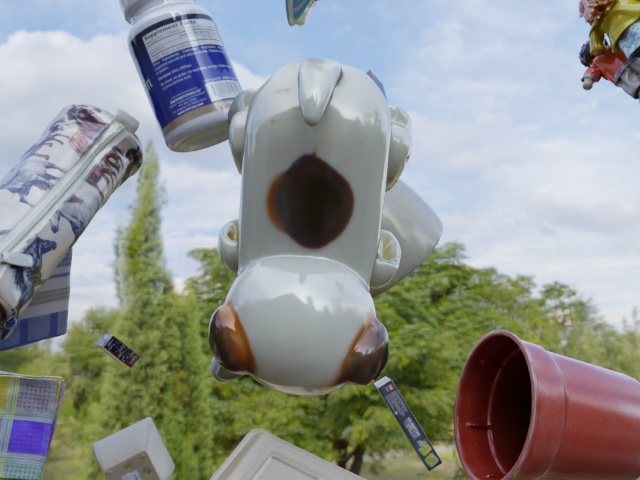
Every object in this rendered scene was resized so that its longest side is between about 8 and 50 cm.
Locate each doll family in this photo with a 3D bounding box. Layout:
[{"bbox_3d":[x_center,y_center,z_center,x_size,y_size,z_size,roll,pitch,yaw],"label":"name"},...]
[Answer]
[{"bbox_3d":[0.412,-0.296,0.789,0.263,0.163,0.118,-38,-48,11],"label":"doll family"}]

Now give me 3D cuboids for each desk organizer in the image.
[{"bbox_3d":[0.094,-0.254,1.217,0.050,0.130,0.047,-32,-48,24],"label":"desk organizer"}]

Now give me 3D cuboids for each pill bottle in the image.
[{"bbox_3d":[-0.227,-0.292,1.085,0.153,0.264,0.153,-21,-2,-1],"label":"pill bottle"}]

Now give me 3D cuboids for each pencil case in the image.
[{"bbox_3d":[-0.428,-0.047,1.006,0.184,0.410,0.160,-14,-53,35],"label":"pencil case"}]

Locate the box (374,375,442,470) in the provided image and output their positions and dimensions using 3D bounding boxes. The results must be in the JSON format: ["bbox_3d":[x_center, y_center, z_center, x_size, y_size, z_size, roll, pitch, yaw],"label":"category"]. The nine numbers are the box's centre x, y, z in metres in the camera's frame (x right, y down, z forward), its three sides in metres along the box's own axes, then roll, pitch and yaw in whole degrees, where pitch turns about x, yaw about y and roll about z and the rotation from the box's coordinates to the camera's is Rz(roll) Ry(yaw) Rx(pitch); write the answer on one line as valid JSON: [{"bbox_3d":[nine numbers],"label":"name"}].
[{"bbox_3d":[0.193,0.404,1.465,0.036,0.206,0.114,-31,-7,-4],"label":"box"}]

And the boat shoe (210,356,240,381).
[{"bbox_3d":[-0.183,0.288,1.714,0.109,0.094,0.302,39,-66,-22],"label":"boat shoe"}]

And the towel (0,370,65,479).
[{"bbox_3d":[-0.235,0.142,0.502,0.060,0.083,0.009,13,-9,-16],"label":"towel"}]

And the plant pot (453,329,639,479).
[{"bbox_3d":[0.420,0.317,1.169,0.265,0.272,0.272,12,-17,-12],"label":"plant pot"}]

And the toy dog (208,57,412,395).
[{"bbox_3d":[0.000,0.000,0.875,0.285,0.407,0.395,9,-12,-11],"label":"toy dog"}]

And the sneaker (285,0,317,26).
[{"bbox_3d":[-0.015,-0.427,1.073,0.092,0.087,0.228,-5,-14,-7],"label":"sneaker"}]

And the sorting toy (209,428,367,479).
[{"bbox_3d":[-0.064,0.345,0.634,0.229,0.307,0.041,18,-43,31],"label":"sorting toy"}]

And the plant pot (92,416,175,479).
[{"bbox_3d":[-0.314,0.383,1.108,0.109,0.108,0.096,-25,10,-13],"label":"plant pot"}]

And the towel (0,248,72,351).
[{"bbox_3d":[-0.535,0.062,1.136,0.209,0.284,0.034,-12,31,-44],"label":"towel"}]

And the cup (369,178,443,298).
[{"bbox_3d":[0.047,-0.046,1.343,0.331,0.236,0.331,-32,17,11],"label":"cup"}]

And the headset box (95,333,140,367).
[{"bbox_3d":[-0.423,0.234,1.376,0.083,0.032,0.062,47,-27,-23],"label":"headset box"}]
